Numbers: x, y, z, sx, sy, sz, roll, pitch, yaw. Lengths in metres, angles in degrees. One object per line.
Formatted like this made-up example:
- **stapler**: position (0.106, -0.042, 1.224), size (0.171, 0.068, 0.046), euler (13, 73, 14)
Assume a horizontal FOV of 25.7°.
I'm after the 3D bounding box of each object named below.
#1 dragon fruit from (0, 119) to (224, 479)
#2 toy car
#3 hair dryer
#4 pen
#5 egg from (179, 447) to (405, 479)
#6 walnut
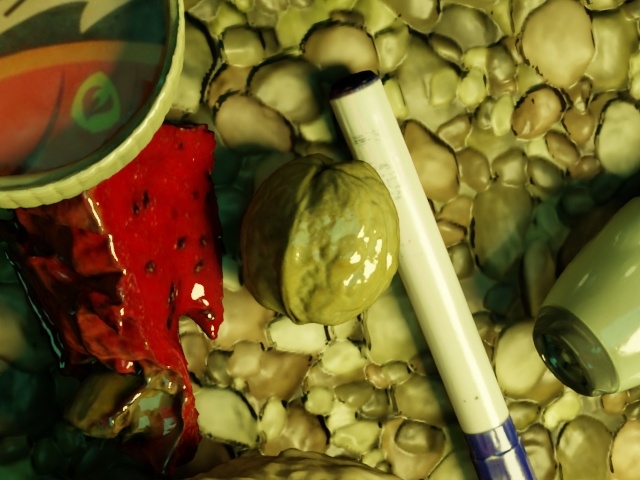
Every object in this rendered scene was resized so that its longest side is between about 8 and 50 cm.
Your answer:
- **dragon fruit**: position (-0.105, 0.029, 0.718), size (0.092, 0.122, 0.192), euler (-5, 107, 26)
- **toy car**: position (-0.147, -0.123, 0.607), size (0.235, 0.145, 0.235), euler (0, 87, -6)
- **hair dryer**: position (0.262, 0.044, 0.813), size (0.267, 0.092, 0.229), euler (43, 81, -30)
- **pen**: position (0.065, 0.036, 0.769), size (0.033, 0.033, 0.269), euler (-25, 104, -10)
- **egg**: position (-0.018, 0.258, 0.666), size (0.279, 0.279, 0.310), euler (-11, 86, -13)
- **walnut**: position (0.000, 0.000, 0.721), size (0.092, 0.092, 0.092), euler (-2, 99, -14)
